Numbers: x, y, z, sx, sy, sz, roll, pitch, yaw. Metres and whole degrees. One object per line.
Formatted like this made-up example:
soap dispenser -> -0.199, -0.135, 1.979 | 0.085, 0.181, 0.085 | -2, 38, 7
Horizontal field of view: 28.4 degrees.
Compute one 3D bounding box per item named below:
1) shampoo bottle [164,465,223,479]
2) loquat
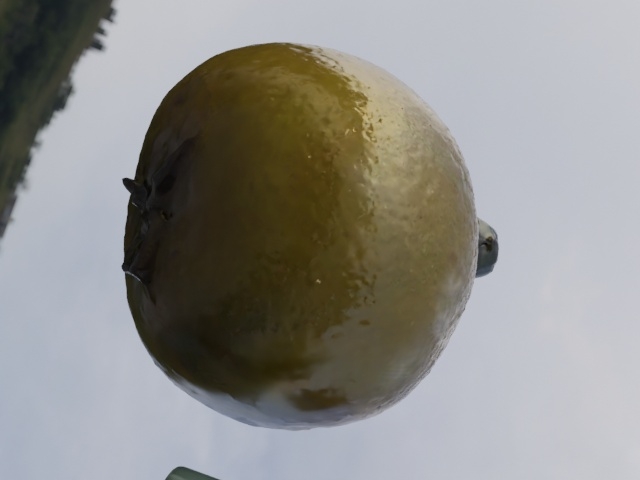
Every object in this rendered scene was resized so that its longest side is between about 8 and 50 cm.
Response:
shampoo bottle -> -0.022, 0.215, 0.888 | 0.195, 0.056, 0.056 | 16, -96, 17
loquat -> 0.000, 0.000, 1.074 | 0.328, 0.360, 0.328 | -12, -104, 58
